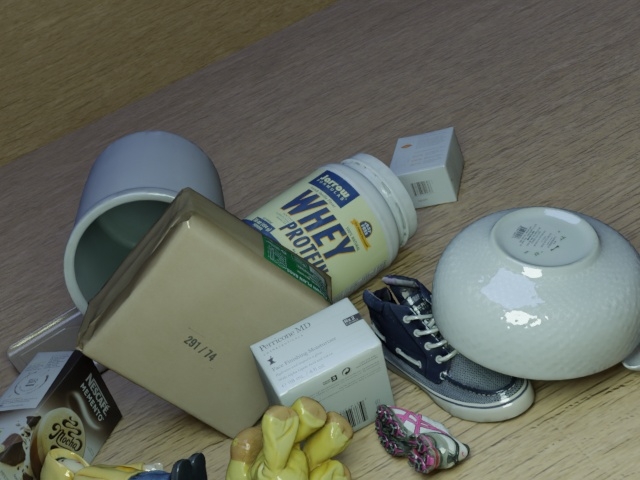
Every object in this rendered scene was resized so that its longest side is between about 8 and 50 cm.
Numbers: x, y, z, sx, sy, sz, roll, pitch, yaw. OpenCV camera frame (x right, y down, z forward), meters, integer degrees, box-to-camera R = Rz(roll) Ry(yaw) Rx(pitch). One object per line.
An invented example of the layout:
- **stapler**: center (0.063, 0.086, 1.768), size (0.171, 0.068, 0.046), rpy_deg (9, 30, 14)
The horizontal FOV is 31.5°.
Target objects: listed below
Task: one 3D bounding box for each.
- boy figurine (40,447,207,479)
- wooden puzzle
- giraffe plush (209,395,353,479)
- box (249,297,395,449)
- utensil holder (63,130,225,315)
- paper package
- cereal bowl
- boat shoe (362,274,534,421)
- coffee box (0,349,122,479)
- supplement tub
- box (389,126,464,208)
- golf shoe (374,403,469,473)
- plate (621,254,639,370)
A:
- **boy figurine**: center (-0.323, 0.385, 1.841), size (0.285, 0.092, 0.177), rpy_deg (-1, 1, 25)
- **wooden puzzle**: center (-0.510, 0.228, 2.333), size (0.221, 0.044, 0.239), rpy_deg (-32, 34, -19)
- **giraffe plush**: center (-0.071, 0.338, 1.689), size (0.170, 0.181, 0.210), rpy_deg (-8, 57, 51)
- **box**: center (0.006, 0.220, 1.798), size (0.181, 0.182, 0.119), rpy_deg (-27, 46, -12)
- **utensil holder**: center (-0.348, -0.023, 2.360), size (0.328, 0.327, 0.385), rpy_deg (-20, 25, 4)
- **paper package**: center (-0.181, 0.121, 1.888), size (0.309, 0.325, 0.168), rpy_deg (-49, 22, 18)
- **cereal bowl**: center (0.338, 0.051, 1.735), size (0.339, 0.141, 0.339), rpy_deg (-2, 37, 1)
- **boat shoe**: center (0.189, 0.165, 1.814), size (0.127, 0.158, 0.340), rpy_deg (-36, 31, -24)
- **coffee box**: center (-0.488, 0.346, 1.971), size (0.119, 0.168, 0.297), rpy_deg (-6, 33, 28)
- **supplement tub**: center (0.000, 0.000, 2.153), size (0.325, 0.235, 0.235), rpy_deg (-36, 31, -23)
- **box**: center (0.225, -0.152, 2.410), size (0.130, 0.091, 0.170), rpy_deg (-11, 30, 21)
- **golf shoe**: center (0.149, 0.299, 1.725), size (0.086, 0.067, 0.186), rpy_deg (-4, 17, -28)
- **plate**: center (0.579, 0.095, 1.779), size (0.277, 0.045, 0.278), rpy_deg (-18, 28, 7)
